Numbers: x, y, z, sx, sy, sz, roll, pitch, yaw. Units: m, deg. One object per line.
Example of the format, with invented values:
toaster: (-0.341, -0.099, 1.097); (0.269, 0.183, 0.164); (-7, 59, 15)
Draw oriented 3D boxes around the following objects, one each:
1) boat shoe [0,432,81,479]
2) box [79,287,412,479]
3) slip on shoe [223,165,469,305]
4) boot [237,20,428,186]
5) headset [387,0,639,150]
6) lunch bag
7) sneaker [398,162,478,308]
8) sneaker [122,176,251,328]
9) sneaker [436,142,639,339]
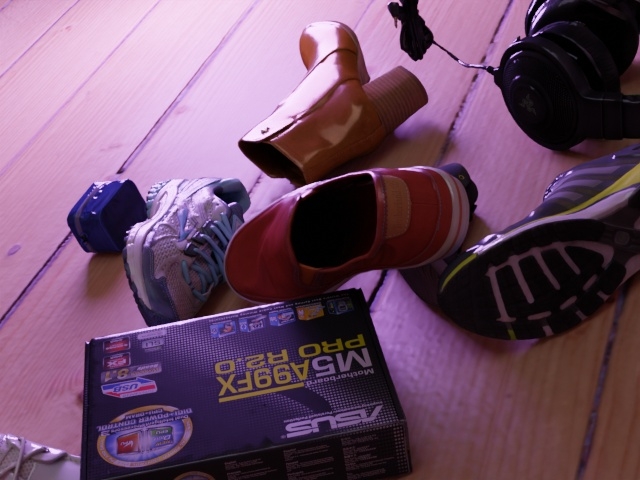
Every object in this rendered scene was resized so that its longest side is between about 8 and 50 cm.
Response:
boat shoe: (-0.285, 0.224, 1.127); (0.277, 0.096, 0.098); (-5, 31, 26)
box: (-0.072, 0.143, 1.094); (0.270, 0.060, 0.216); (-11, 29, -3)
slip on shoe: (-0.002, -0.006, 1.197); (0.101, 0.123, 0.331); (6, -13, -37)
boot: (-0.021, -0.176, 1.576); (0.211, 0.104, 0.295); (-32, 35, -15)
headset: (0.272, -0.227, 1.372); (0.394, 0.185, 0.243); (7, 40, 24)
lunch bag: (-0.270, -0.028, 1.546); (0.065, 0.067, 0.098); (-3, 37, 32)
sneaker: (0.123, -0.018, 1.246); (0.118, 0.083, 0.222); (-23, 33, -10)
sneaker: (-0.138, 0.004, 1.369); (0.122, 0.110, 0.283); (-13, 32, 10)
sneaker: (0.235, -0.005, 1.148); (0.300, 0.111, 0.121); (-25, 19, -14)
